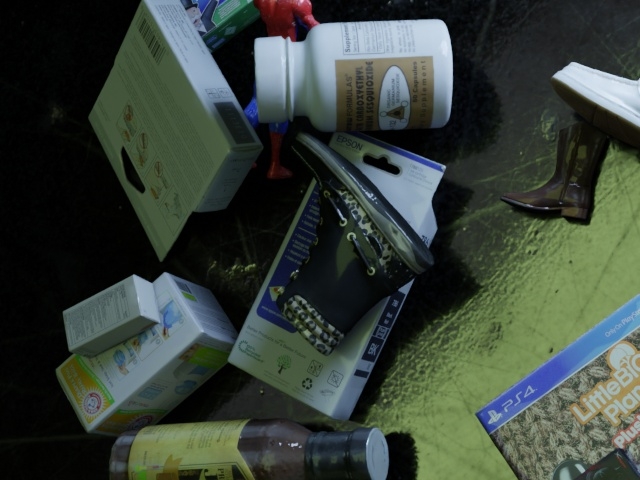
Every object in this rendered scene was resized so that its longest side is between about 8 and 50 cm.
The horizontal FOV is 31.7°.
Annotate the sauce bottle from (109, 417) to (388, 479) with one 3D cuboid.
[{"bbox_3d":[-0.090,0.270,1.364,0.345,0.111,0.111,-9,75,24],"label":"sauce bottle"}]

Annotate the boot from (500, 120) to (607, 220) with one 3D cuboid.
[{"bbox_3d":[0.273,-0.087,1.318,0.106,0.037,0.114,11,86,13],"label":"boot"}]

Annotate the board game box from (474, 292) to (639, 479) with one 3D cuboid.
[{"bbox_3d":[0.346,0.235,1.155,0.232,0.141,0.291,-39,66,12],"label":"board game box"}]

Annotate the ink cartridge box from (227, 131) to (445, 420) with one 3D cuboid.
[{"bbox_3d":[0.028,0.038,1.390,0.165,0.065,0.332,26,91,27],"label":"ink cartridge box"}]

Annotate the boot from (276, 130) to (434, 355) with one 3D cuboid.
[{"bbox_3d":[0.000,0.000,1.329,0.178,0.085,0.236,-46,65,12],"label":"boot"}]

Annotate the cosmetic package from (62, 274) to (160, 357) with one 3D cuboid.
[{"bbox_3d":[-0.259,0.095,1.394,0.115,0.041,0.060,-25,62,20],"label":"cosmetic package"}]

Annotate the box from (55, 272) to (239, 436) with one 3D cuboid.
[{"bbox_3d":[-0.219,0.152,1.448,0.203,0.114,0.103,-41,63,10],"label":"box"}]

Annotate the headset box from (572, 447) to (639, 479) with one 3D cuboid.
[{"bbox_3d":[0.274,0.249,1.086,0.083,0.032,0.062,-38,66,11],"label":"headset box"}]

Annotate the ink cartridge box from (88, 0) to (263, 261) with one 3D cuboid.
[{"bbox_3d":[-0.204,-0.148,1.524,0.275,0.060,0.239,60,138,24],"label":"ink cartridge box"}]

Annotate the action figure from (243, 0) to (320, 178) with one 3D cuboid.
[{"bbox_3d":[-0.040,-0.231,1.477,0.092,0.139,0.280,15,108,25],"label":"action figure"}]

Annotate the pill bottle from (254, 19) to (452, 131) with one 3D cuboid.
[{"bbox_3d":[0.037,-0.197,1.356,0.229,0.131,0.131,-2,76,-1],"label":"pill bottle"}]

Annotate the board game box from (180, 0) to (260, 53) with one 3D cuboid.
[{"bbox_3d":[-0.110,-0.416,1.565,0.317,0.046,0.213,-34,66,15],"label":"board game box"}]

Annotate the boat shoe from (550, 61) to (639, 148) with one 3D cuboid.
[{"bbox_3d":[0.393,-0.143,1.247,0.277,0.098,0.096,29,91,18],"label":"boat shoe"}]
